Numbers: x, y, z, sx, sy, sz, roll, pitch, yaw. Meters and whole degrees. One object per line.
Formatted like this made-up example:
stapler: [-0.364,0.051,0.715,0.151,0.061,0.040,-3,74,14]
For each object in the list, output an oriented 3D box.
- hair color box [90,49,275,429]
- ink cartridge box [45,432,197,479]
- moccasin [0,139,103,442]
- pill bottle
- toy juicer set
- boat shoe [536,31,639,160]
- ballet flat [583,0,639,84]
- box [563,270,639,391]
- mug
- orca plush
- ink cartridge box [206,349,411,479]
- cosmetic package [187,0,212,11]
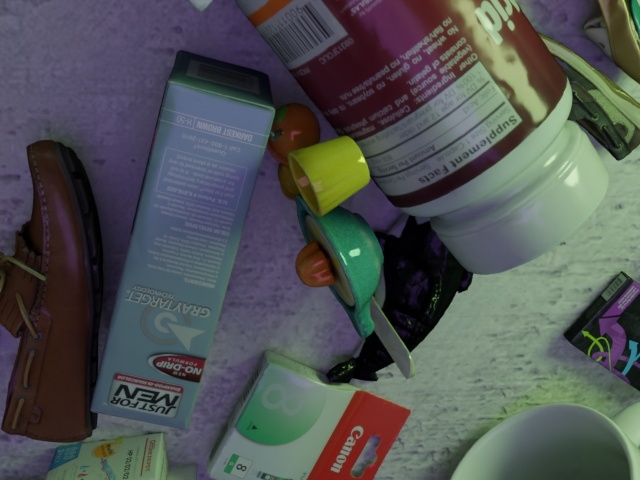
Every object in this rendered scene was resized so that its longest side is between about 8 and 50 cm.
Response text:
hair color box: [-0.154,-0.003,0.960,0.114,0.185,0.374,13,109,-10]
ink cartridge box: [-0.255,0.307,1.116,0.181,0.104,0.061,-7,112,-3]
moccasin: [-0.330,0.067,1.009,0.147,0.139,0.379,2,121,-15]
pill bottle: [0.114,-0.168,0.890,0.224,0.224,0.392,-37,107,9]
toy juicer set: [0.000,0.000,0.960,0.090,0.209,0.329,-28,130,-11]
boat shoe: [0.290,-0.165,0.993,0.224,0.080,0.073,29,101,-19]
ballet flat: [0.321,-0.270,0.970,0.073,0.080,0.232,-12,112,30]
box: [0.422,0.129,1.146,0.162,0.029,0.116,33,105,-18]
mug: [0.386,0.380,1.133,0.328,0.276,0.374,46,74,-26]
orca plush: [0.101,0.073,1.056,0.151,0.102,0.287,35,105,-16]
ink cartridge box: [-0.012,0.267,1.143,0.225,0.056,0.181,25,102,-12]
cosmetic package: [-0.112,-0.335,0.836,0.151,0.183,0.151,-40,108,11]
